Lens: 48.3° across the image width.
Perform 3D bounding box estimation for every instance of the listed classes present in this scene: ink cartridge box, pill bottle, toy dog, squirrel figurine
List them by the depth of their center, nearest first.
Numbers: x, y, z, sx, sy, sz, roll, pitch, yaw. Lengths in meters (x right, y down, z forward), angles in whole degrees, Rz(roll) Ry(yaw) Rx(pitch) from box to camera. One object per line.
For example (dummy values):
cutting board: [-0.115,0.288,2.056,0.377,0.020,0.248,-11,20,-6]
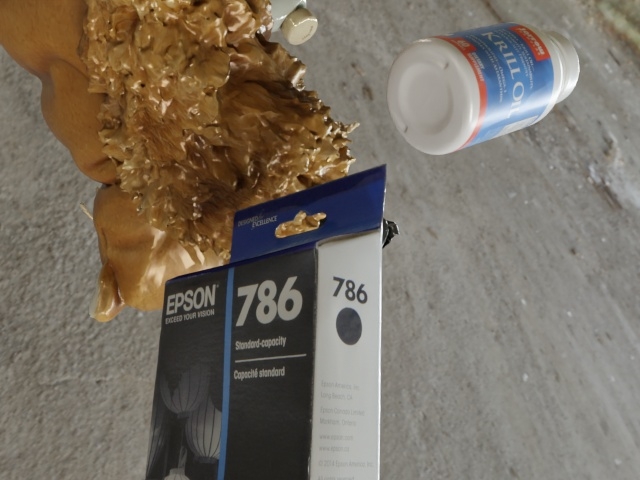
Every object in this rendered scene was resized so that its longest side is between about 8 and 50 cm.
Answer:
ink cartridge box: [-0.040,0.114,0.445,0.065,0.165,0.332,19,66,-41]
squirrel figurine: [-0.151,-0.094,0.679,0.281,0.397,0.370,-9,106,-29]
pill bottle: [0.192,-0.179,0.806,0.222,0.124,0.124,-23,77,-36]
toy dog: [-0.140,-0.517,1.543,0.220,0.161,0.334,38,47,10]

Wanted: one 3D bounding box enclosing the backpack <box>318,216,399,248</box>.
backpack: [0.000,0.000,0.895,0.115,0.152,0.182,43,-2,-16]
